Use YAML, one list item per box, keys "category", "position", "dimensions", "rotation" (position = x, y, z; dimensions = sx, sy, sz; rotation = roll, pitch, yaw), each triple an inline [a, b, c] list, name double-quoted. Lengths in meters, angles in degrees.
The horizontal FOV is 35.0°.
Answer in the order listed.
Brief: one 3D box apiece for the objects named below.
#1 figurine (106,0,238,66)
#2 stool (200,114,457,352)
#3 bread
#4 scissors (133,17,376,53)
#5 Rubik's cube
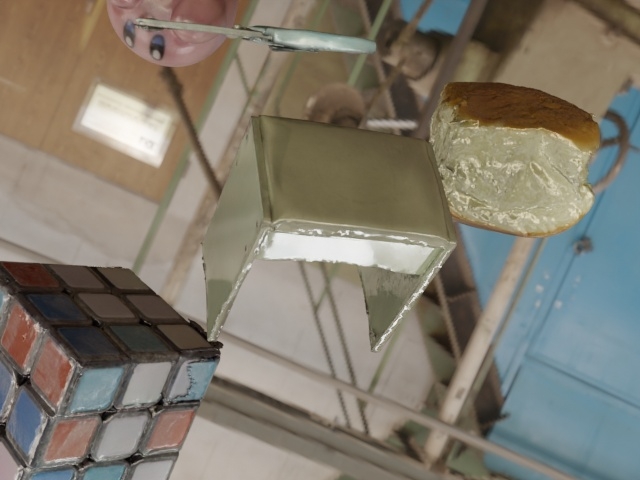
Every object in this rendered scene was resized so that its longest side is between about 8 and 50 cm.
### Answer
- category: "figurine"
  position: [-0.242, -0.412, 1.720]
  dimensions: [0.269, 0.261, 0.211]
  rotation: [26, 146, -2]
- category: "stool"
  position: [0.000, 0.000, 1.294]
  dimensions: [0.243, 0.270, 0.170]
  rotation: [7, -129, -20]
- category: "bread"
  position: [0.292, -0.131, 1.590]
  dimensions: [0.250, 0.225, 0.279]
  rotation: [6, -155, 1]
- category: "scissors"
  position: [-0.087, -0.250, 1.245]
  dimensions: [0.191, 0.029, 0.360]
  rotation: [16, -163, 38]
- category: "Rubik's cube"
  position: [-0.458, 0.271, 1.910]
  dimensions: [0.363, 0.359, 0.362]
  rotation: [1, -150, -49]
